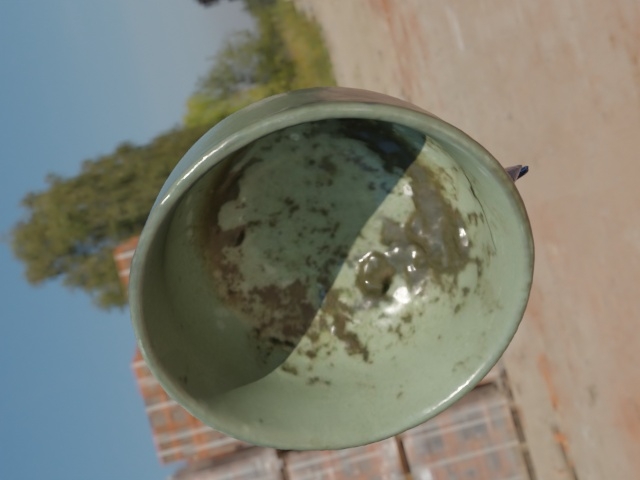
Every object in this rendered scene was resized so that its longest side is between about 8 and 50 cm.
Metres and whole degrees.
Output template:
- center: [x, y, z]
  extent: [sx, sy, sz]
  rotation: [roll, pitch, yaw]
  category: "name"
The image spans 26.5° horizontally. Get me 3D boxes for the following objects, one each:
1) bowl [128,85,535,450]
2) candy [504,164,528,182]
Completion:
- center: [0.000, 0.000, 1.007]
  extent: [0.146, 0.289, 0.289]
  rotation: [-107, 1, -58]
  category: "bowl"
- center: [0.090, 0.002, 1.280]
  extent: [0.077, 0.187, 0.331]
  rotation: [58, -157, -5]
  category: "candy"
